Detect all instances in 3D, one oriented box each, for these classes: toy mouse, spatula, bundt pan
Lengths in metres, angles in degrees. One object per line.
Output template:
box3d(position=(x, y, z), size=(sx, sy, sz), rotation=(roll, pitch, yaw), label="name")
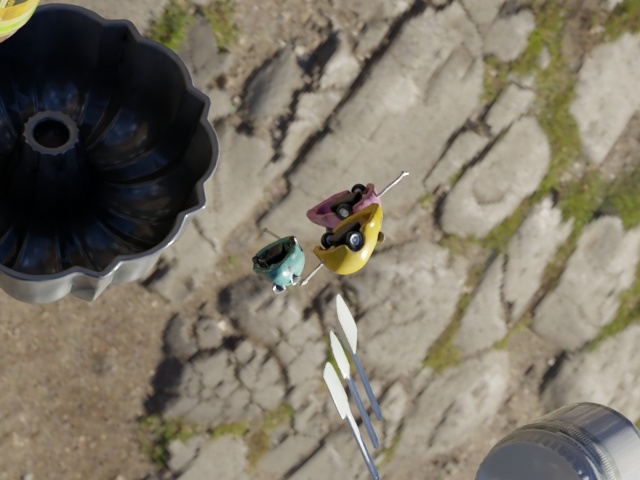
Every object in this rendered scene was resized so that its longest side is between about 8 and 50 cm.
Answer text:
box3d(position=(0.000, 0.000, 0.944), size=(0.161, 0.143, 0.031), rotation=(-43, 111, -32), label="toy mouse")
box3d(position=(0.052, 0.210, 1.713), size=(0.019, 0.168, 0.242), rotation=(-13, 127, 14), label="spatula")
box3d(position=(-0.271, -0.074, 1.240), size=(0.331, 0.331, 0.124), rotation=(-26, 158, -26), label="bundt pan")

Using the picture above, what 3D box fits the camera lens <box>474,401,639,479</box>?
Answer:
box3d(position=(0.396, 0.387, 1.983), size=(0.274, 0.219, 0.219), rotation=(-8, 127, -55), label="camera lens")

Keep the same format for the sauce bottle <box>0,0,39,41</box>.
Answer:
box3d(position=(-0.237, -0.248, 0.922), size=(0.111, 0.344, 0.111), rotation=(5, 78, -23), label="sauce bottle")
